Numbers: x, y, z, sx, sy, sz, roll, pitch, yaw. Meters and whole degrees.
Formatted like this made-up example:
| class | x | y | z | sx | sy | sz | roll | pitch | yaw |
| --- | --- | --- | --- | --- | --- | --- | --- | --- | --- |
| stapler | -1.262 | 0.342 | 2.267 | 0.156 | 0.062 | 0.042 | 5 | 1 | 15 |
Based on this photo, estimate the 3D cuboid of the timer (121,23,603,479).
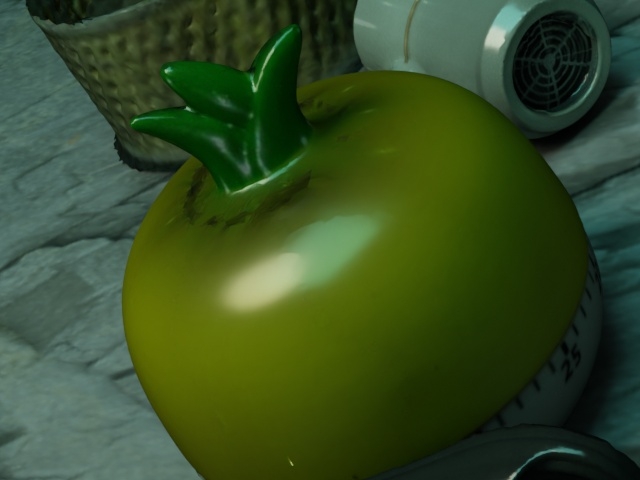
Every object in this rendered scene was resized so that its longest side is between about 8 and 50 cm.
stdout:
| class | x | y | z | sx | sy | sz | roll | pitch | yaw |
| --- | --- | --- | --- | --- | --- | --- | --- | --- | --- |
| timer | 0.000 | 0.000 | 1.002 | 0.285 | 0.285 | 0.285 | -24 | 33 | 17 |

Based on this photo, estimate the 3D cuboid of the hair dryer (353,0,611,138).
| class | x | y | z | sx | sy | sz | roll | pitch | yaw |
| --- | --- | --- | --- | --- | --- | --- | --- | --- | --- |
| hair dryer | 0.027 | -0.040 | 1.226 | 0.357 | 0.107 | 0.173 | -50 | 33 | -7 |

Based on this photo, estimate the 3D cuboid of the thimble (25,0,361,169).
| class | x | y | z | sx | sy | sz | roll | pitch | yaw |
| --- | --- | --- | --- | --- | --- | --- | --- | --- | --- |
| thimble | -0.092 | -0.197 | 1.469 | 0.271 | 0.150 | 0.271 | -24 | 33 | 17 |

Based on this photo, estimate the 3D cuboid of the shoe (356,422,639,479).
| class | x | y | z | sx | sy | sz | roll | pitch | yaw |
| --- | --- | --- | --- | --- | --- | --- | --- | --- | --- |
| shoe | 0.055 | 0.167 | 0.891 | 0.241 | 0.108 | 0.093 | -19 | 36 | 37 |
